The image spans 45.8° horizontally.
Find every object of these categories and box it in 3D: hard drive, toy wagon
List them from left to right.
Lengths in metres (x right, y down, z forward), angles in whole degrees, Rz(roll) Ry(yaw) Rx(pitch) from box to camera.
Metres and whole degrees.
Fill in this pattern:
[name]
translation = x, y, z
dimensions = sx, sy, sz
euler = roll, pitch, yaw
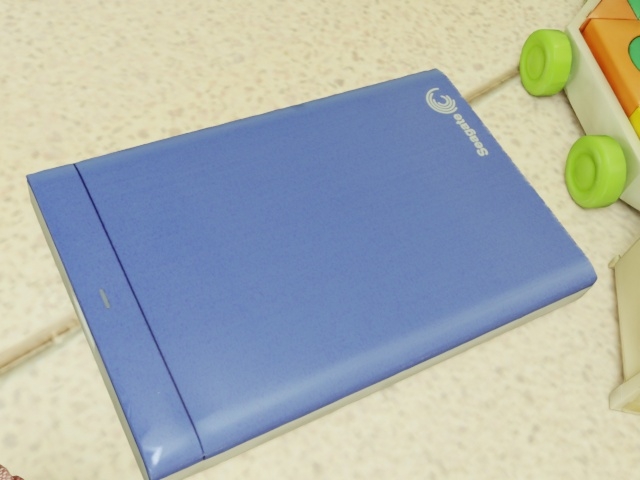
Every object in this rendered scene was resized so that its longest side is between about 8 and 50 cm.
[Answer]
[hard drive]
translation = 0.000, 0.000, 0.503
dimensions = 0.319, 0.040, 0.210
euler = -19, 63, -24
[toy wagon]
translation = 0.311, -0.144, 0.657
dimensions = 0.268, 0.068, 0.344
euler = -3, 58, -16

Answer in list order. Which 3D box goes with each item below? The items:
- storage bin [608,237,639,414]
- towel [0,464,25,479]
[storage bin]
translation = 0.351, 0.021, 0.441
dimensions = 0.261, 0.262, 0.123
euler = 13, 53, -5
[towel]
translation = -0.178, 0.247, 0.186
dimensions = 0.329, 0.037, 0.236
euler = -29, 100, -42
